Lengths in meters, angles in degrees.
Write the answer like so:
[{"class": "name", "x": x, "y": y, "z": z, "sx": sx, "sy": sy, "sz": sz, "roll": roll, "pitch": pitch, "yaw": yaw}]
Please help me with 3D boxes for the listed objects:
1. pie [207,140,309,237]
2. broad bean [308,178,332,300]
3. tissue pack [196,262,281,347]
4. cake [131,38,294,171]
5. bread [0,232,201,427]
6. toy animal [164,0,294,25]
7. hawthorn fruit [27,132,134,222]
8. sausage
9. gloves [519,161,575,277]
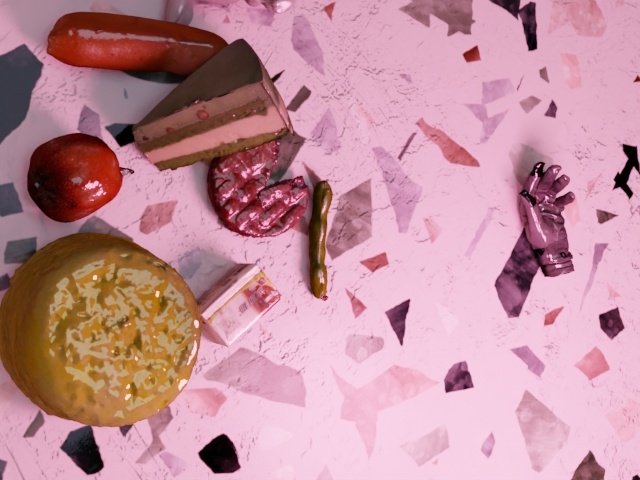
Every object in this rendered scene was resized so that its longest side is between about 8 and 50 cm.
[{"class": "pie", "x": -0.129, "y": -0.110, "z": 1.846, "sx": 0.204, "sy": 0.054, "sz": 0.218, "roll": -27, "pitch": 102, "yaw": -24}, {"class": "broad bean", "x": -0.001, "y": -0.001, "z": 1.904, "sx": 0.053, "sy": 0.052, "sz": 0.256, "roll": 0, "pitch": 90, "yaw": -39}, {"class": "tissue pack", "x": -0.169, "y": 0.125, "z": 1.790, "sx": 0.149, "sy": 0.106, "sz": 0.099, "roll": -43, "pitch": 106, "yaw": -19}, {"class": "cake", "x": -0.212, "y": -0.258, "z": 1.757, "sx": 0.284, "sy": 0.172, "sz": 0.158, "roll": -17, "pitch": 138, "yaw": 12}, {"class": "bread", "x": -0.370, "y": 0.161, "z": 1.583, "sx": 0.348, "sy": 0.308, "sz": 0.348, "roll": -1, "pitch": 93, "yaw": -25}, {"class": "toy animal", "x": -0.179, "y": -0.519, "z": 1.784, "sx": 0.325, "sy": 0.154, "sz": 0.208, "roll": -22, "pitch": 120, "yaw": -4}, {"class": "hawthorn fruit", "x": -0.425, "y": -0.118, "z": 1.654, "sx": 0.194, "sy": 0.157, "sz": 0.157, "roll": -14, "pitch": 95, "yaw": -35}, {"class": "sausage", "x": -0.334, "y": -0.368, "z": 1.723, "sx": 0.348, "sy": 0.097, "sz": 0.094, "roll": 1, "pitch": 57, "yaw": -23}, {"class": "gloves", "x": 0.523, "y": -0.043, "z": 2.122, "sx": 0.142, "sy": 0.119, "sz": 0.285, "roll": -18, "pitch": 110, "yaw": -36}]
